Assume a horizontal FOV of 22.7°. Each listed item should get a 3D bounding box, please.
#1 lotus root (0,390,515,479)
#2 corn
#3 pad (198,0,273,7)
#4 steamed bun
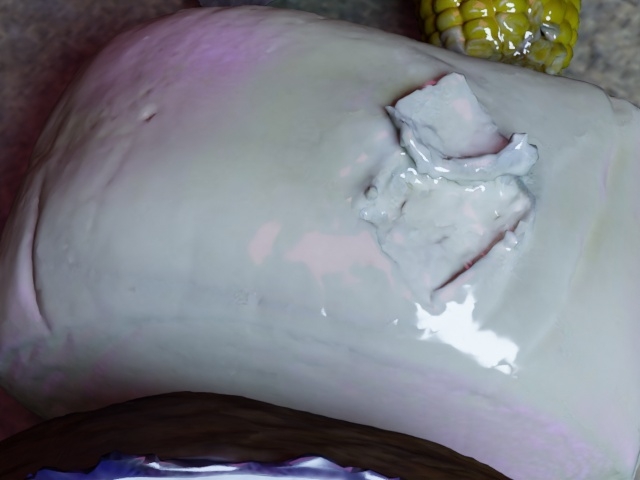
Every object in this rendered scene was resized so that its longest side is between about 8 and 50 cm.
[{"bbox_3d":[-0.019,0.155,0.442,0.272,0.192,0.272,0,96,-4],"label":"lotus root"},{"bbox_3d":[0.074,-0.162,0.661,0.080,0.080,0.231,-3,63,5],"label":"corn"},{"bbox_3d":[0.040,-0.267,0.647,0.323,0.055,0.250,-44,48,33],"label":"pad"},{"bbox_3d":[0.000,0.000,0.543,0.239,0.152,0.170,12,64,9],"label":"steamed bun"}]
